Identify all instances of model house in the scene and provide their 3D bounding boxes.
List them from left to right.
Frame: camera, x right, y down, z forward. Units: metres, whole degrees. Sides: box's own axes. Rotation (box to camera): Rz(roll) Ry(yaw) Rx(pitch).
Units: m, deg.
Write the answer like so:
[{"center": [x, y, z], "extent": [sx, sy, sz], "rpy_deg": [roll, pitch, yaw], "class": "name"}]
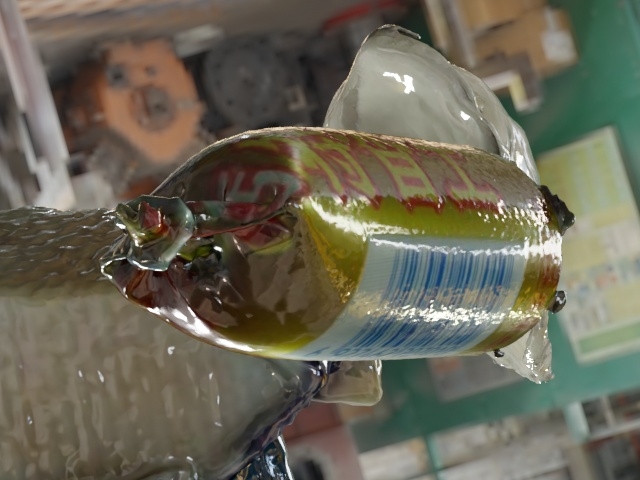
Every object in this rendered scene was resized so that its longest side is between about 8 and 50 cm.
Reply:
[{"center": [-0.089, 0.130, 1.169], "extent": [0.284, 0.298, 0.243], "rpy_deg": [-6, -162, 13], "class": "model house"}]

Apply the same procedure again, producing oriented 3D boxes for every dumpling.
[{"center": [0.107, -0.013, 1.391], "extent": [0.181, 0.260, 0.341], "rpy_deg": [-23, 154, -35], "class": "dumpling"}]

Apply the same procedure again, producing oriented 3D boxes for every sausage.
[{"center": [-0.002, -0.001, 0.869], "extent": [0.125, 0.117, 0.317], "rpy_deg": [10, -177, 33], "class": "sausage"}]
